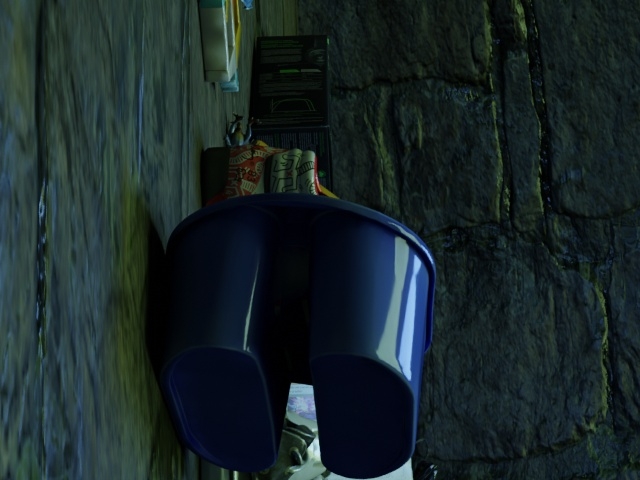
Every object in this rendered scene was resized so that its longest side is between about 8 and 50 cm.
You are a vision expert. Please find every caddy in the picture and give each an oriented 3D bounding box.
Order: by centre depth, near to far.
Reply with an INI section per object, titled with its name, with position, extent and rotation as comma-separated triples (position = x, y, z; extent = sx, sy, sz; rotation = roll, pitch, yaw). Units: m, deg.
[caddy]
position = -0.018, 0.083, 1.174
extent = 0.341, 0.241, 0.179
rotation = 86, 7, -58

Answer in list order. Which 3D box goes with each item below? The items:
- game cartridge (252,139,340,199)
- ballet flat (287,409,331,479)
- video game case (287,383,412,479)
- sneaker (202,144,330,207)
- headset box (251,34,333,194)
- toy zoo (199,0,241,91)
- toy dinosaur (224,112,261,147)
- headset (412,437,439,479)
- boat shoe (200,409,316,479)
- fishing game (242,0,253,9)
[game cartridge]
position = 0.000, 0.000, 1.744
extent = 0.053, 0.285, 0.324
rotation = -51, -171, 17
[ballet flat]
position = -0.048, 0.272, 1.674
extent = 0.409, 0.147, 0.147
rotation = 77, 11, -76
[video game case]
position = 0.024, 0.280, 2.099
extent = 0.061, 0.269, 0.244
rotation = -11, -102, 55
[sneaker]
position = -0.055, 0.024, 1.471
extent = 0.090, 0.145, 0.270
rotation = -83, 171, -78
[headset box]
position = -0.044, -0.188, 2.234
extent = 0.283, 0.131, 0.246
rotation = -91, 178, -48
[toy zoo]
position = -0.121, -0.315, 1.531
extent = 0.192, 0.030, 0.293
rotation = -89, 177, -62
[toy dinosaur]
position = -0.106, -0.125, 1.714
extent = 0.090, 0.047, 0.082
rotation = 137, -29, -79
[headset]
position = 0.068, 0.320, 2.319
extent = 0.394, 0.185, 0.243
rotation = 45, 6, -21
[boat shoe]
position = -0.065, 0.213, 1.382
extent = 0.121, 0.119, 0.335
rotation = -6, 94, -88
[fishing game]
position = -0.112, -0.427, 1.862
extent = 0.264, 0.041, 0.189
rotation = -76, 166, -53
